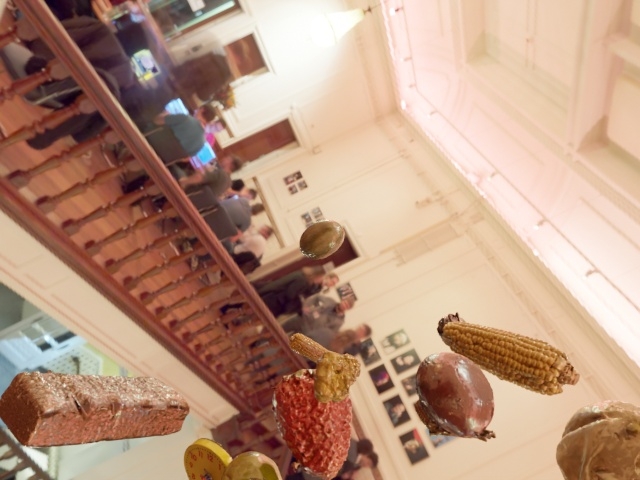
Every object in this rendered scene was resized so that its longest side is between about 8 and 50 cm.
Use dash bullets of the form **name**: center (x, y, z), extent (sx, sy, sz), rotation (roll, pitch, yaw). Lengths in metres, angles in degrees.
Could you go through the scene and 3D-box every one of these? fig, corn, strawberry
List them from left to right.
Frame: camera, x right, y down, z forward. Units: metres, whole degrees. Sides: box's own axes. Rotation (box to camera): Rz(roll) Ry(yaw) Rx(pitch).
- **fig**: center (-0.194, 0.824, 1.634), extent (0.233, 0.313, 0.233), rotation (44, 35, -42)
- **strawberry**: center (-0.029, 0.598, 1.594), extent (0.292, 0.291, 0.344), rotation (65, 17, -63)
- **corn**: center (-0.030, 0.408, 1.805), extent (0.207, 0.068, 0.068), rotation (33, 9, -17)
- **corn**: center (0.485, 0.300, 1.272), extent (0.346, 0.130, 0.130), rotation (14, -38, 40)

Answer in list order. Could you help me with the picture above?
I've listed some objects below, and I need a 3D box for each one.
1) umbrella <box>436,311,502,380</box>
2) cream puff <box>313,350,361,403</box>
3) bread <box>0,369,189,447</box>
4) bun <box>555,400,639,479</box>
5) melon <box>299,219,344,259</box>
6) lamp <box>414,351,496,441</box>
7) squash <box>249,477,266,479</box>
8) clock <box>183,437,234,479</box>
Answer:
- **umbrella**: center (0.524, 0.367, 1.686), extent (0.118, 0.118, 0.340), rotation (64, -9, -31)
- **cream puff**: center (0.048, 0.371, 1.316), extent (0.146, 0.116, 0.147), rotation (2, 90, -80)
- **bread**: center (-0.508, 0.391, 1.150), extent (0.165, 0.113, 0.416), rotation (23, -2, 34)
- **bun**: center (0.824, 0.634, 1.359), extent (0.219, 0.365, 0.365), rotation (9, 38, -34)
- **melon**: center (0.000, 0.000, 1.535), extent (0.114, 0.167, 0.114), rotation (37, 34, -31)
- **lamp**: center (0.237, 0.287, 0.896), extent (0.156, 0.135, 0.157), rotation (34, 32, -19)
- **squash**: center (-0.158, 0.803, 1.304), extent (0.137, 0.137, 0.288), rotation (65, 28, -49)
- **clock**: center (-0.422, 0.903, 1.860), extent (0.071, 0.276, 0.294), rotation (-24, 120, -55)
